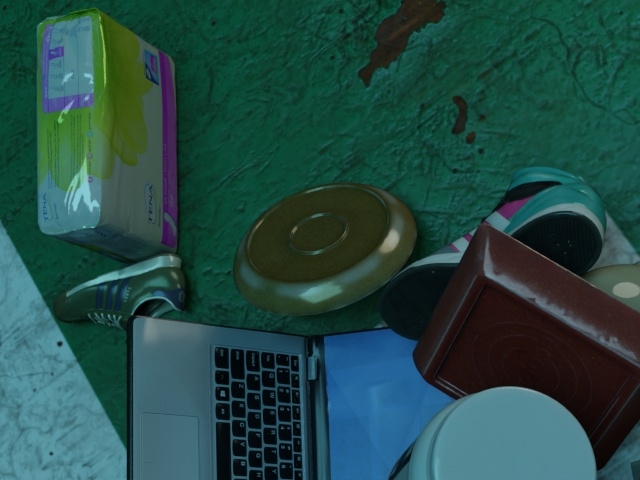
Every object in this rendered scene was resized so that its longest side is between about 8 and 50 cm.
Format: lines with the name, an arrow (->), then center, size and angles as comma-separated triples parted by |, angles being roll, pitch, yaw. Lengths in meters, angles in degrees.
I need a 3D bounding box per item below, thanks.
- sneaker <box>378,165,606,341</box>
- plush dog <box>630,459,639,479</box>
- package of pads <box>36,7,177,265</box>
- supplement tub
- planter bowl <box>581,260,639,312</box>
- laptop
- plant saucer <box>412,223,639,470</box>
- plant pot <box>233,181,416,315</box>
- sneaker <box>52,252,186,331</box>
sneaker -> 0.212, 0.006, 1.760 | 0.295, 0.178, 0.124 | -25, 104, 31
plush dog -> 0.334, 0.334, 1.603 | 0.210, 0.225, 0.262 | 28, 90, 24
package of pads -> -0.274, -0.132, 1.944 | 0.101, 0.229, 0.297 | -8, 77, 20
supplement tub -> 0.177, 0.270, 1.606 | 0.191, 0.272, 0.191 | 2, 70, -6
planter bowl -> 0.354, 0.091, 1.699 | 0.109, 0.162, 0.162 | -35, 66, -18
laptop -> 0.007, 0.270, 1.740 | 0.236, 0.408, 0.382 | -24, 62, 51
plant saucer -> 0.239, 0.136, 1.657 | 0.259, 0.258, 0.048 | 31, 48, 8
plant pot -> 0.000, 0.000, 1.839 | 0.236, 0.032, 0.236 | -13, 38, 10
sneaker -> -0.263, 0.089, 1.981 | 0.192, 0.064, 0.086 | -22, 67, 13
